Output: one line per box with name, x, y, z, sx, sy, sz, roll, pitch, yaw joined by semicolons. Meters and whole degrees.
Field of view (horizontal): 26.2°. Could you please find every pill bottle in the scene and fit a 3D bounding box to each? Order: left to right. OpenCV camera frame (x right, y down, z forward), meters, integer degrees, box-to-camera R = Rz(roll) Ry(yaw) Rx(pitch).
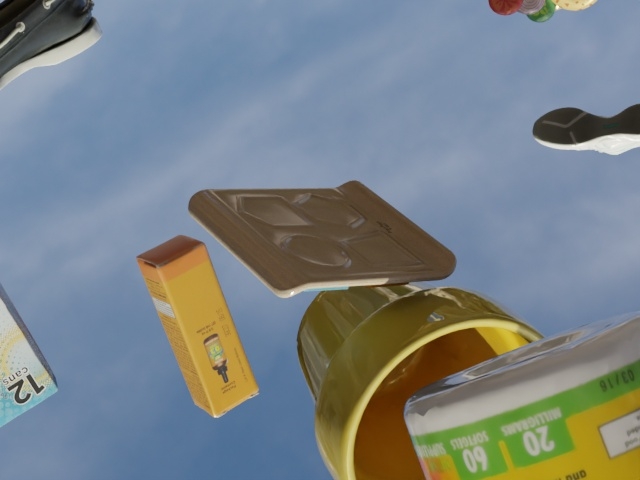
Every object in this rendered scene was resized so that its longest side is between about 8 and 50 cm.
pill bottle;0.145;0.170;0.673;0.136;0.245;0.136;-21;176;-1

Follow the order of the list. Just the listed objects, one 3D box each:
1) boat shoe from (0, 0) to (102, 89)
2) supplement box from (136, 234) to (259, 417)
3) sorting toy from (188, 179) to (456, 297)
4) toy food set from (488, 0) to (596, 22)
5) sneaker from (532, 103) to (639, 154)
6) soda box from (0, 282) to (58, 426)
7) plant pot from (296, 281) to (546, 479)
boat shoe;-0.384;-0.213;1.545;0.114;0.091;0.302;9;-143;42
supplement box;-0.162;0.114;1.828;0.078;0.233;0.080;-28;-160;-25
sorting toy;0.000;0.000;1.356;0.208;0.038;0.193;-7;-148;-35
toy food set;0.154;-0.191;0.977;0.082;0.083;0.020;-17;-139;20
sneaker;0.324;-0.121;1.602;0.152;0.061;0.053;-1;-115;10
soda box;-0.175;0.061;0.409;0.183;0.063;0.058;-32;-153;-13
plant pot;0.093;0.144;1.437;0.254;0.254;0.239;-37;-148;-5
